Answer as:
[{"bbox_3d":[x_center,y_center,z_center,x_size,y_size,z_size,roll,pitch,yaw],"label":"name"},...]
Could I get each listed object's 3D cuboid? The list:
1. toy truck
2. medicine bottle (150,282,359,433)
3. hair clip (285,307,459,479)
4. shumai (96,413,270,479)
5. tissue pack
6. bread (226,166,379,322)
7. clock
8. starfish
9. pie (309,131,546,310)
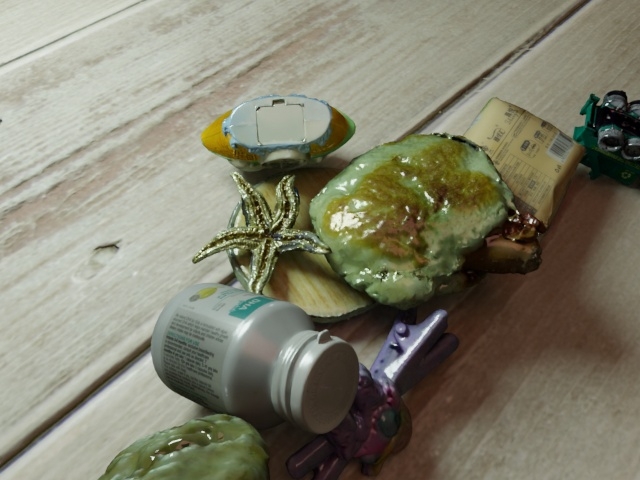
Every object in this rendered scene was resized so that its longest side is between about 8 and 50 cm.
[{"bbox_3d":[0.511,-0.143,0.924,0.215,0.116,0.110,24,58,0],"label":"toy truck"},{"bbox_3d":[-0.070,0.126,0.609,0.215,0.135,0.135,9,48,39],"label":"medicine bottle"},{"bbox_3d":[0.071,0.170,0.661,0.090,0.137,0.278,6,46,42],"label":"hair clip"},{"bbox_3d":[-0.177,0.290,0.422,0.288,0.330,0.292,4,80,-17],"label":"shumai"},{"bbox_3d":[0.288,-0.102,0.881,0.186,0.090,0.222,31,60,11],"label":"tissue pack"},{"bbox_3d":[0.000,0.000,0.806,0.266,0.041,0.267,3,56,-4],"label":"bread"},{"bbox_3d":[-0.063,-0.156,0.843,0.230,0.144,0.104,-2,85,-1],"label":"clock"},{"bbox_3d":[-0.086,-0.006,0.747,0.175,0.053,0.208,-15,52,-4],"label":"starfish"},{"bbox_3d":[0.129,-0.037,0.755,0.274,0.106,0.257,-17,60,-5],"label":"pie"}]
